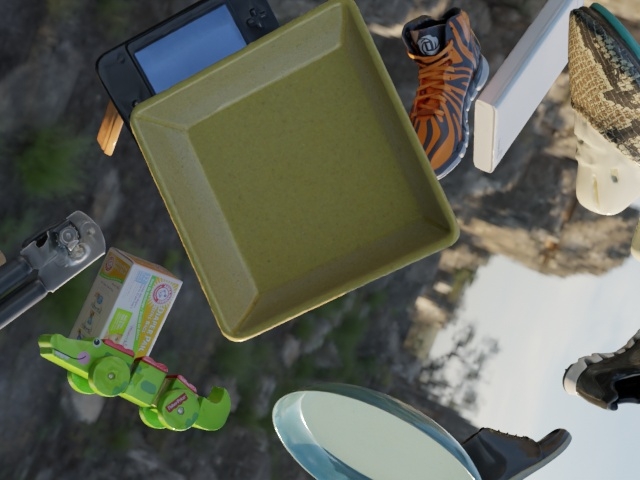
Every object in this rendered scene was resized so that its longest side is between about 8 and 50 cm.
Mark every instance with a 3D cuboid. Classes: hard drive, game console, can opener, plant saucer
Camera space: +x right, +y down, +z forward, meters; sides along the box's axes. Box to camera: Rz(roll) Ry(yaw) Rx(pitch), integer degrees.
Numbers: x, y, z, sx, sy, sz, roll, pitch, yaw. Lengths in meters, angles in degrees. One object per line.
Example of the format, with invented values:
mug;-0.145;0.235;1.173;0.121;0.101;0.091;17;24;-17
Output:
hard drive;0.410;-0.328;2.194;0.353;0.047;0.233;-53;158;-20
game console;-0.152;-0.229;1.695;0.293;0.250;0.173;-32;-163;-11
can opener;-0.428;0.059;1.574;0.283;0.076;0.095;-39;-159;-24
plant saucer;-0.373;-0.256;2.073;0.200;0.037;0.200;-161;-90;-77
plant saucer;-0.031;-0.085;1.418;0.332;0.333;0.081;-25;176;15
plant saucer;0.083;0.288;1.506;0.044;0.317;0.318;-57;168;-33

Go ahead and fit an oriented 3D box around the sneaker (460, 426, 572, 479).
sneaker;0.363;0.377;2.076;0.222;0.118;0.083;-26;168;-29

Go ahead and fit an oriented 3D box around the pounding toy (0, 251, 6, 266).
pounding toy;-0.607;0.060;1.795;0.237;0.183;0.110;-133;-128;-59

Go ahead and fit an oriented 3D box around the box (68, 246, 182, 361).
box;-0.352;0.131;2.006;0.114;0.103;0.203;23;93;-38

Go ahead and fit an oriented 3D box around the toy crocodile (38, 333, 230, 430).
toy crocodile;-0.298;0.227;1.818;0.115;0.340;0.105;-13;-130;61

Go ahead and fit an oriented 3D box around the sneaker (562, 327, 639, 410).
sneaker;0.472;0.184;1.617;0.234;0.106;0.078;-22;123;-18

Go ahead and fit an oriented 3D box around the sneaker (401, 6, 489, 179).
sneaker;0.175;-0.253;1.829;0.180;0.124;0.321;60;39;-43

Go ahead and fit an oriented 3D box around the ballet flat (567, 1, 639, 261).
ballet flat;0.412;-0.056;1.287;0.182;0.483;0.164;-47;-159;14
